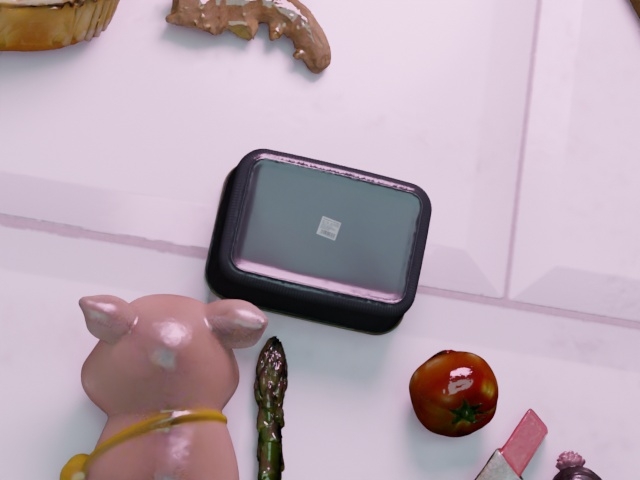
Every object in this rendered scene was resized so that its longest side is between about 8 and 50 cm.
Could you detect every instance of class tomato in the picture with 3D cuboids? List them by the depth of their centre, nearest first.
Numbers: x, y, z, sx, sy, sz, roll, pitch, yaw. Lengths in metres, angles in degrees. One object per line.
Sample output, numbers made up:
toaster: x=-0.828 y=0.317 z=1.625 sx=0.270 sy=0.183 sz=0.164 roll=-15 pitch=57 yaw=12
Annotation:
tomato: x=0.125 y=0.142 z=1.669 sx=0.087 sy=0.087 sz=0.075 roll=-13 pitch=45 yaw=-12

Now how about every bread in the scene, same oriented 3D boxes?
bread: x=-0.283 y=-0.250 z=1.672 sx=0.191 sy=0.114 sz=0.132 roll=-1 pitch=68 yaw=-18

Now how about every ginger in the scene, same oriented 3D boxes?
ginger: x=-0.066 y=-0.221 z=1.730 sx=0.173 sy=0.051 sz=0.069 roll=17 pitch=79 yaw=-3

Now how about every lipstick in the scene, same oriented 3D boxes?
lipstick: x=0.126 y=0.287 z=1.651 sx=0.051 sy=0.051 sz=0.312 roll=38 pitch=74 yaw=1

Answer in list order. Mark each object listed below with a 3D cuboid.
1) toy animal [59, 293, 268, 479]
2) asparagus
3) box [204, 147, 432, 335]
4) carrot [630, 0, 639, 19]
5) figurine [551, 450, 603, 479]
toy animal: x=-0.146 y=0.172 z=1.591 sx=0.165 sy=0.149 sz=0.248 roll=0 pitch=89 yaw=-24
asparagus: x=-0.048 y=0.171 z=1.656 sx=0.036 sy=0.030 sz=0.165 roll=13 pitch=73 yaw=-46
box: x=0.000 y=0.000 z=1.673 sx=0.201 sy=0.090 sz=0.144 roll=14 pitch=77 yaw=-6
carrot: x=0.360 y=-0.226 z=1.797 sx=0.078 sy=0.078 sz=0.298 roll=-30 pitch=79 yaw=-14
figurine: x=0.273 y=0.258 z=1.680 sx=0.129 sy=0.054 sz=0.072 roll=31 pitch=71 yaw=-4
